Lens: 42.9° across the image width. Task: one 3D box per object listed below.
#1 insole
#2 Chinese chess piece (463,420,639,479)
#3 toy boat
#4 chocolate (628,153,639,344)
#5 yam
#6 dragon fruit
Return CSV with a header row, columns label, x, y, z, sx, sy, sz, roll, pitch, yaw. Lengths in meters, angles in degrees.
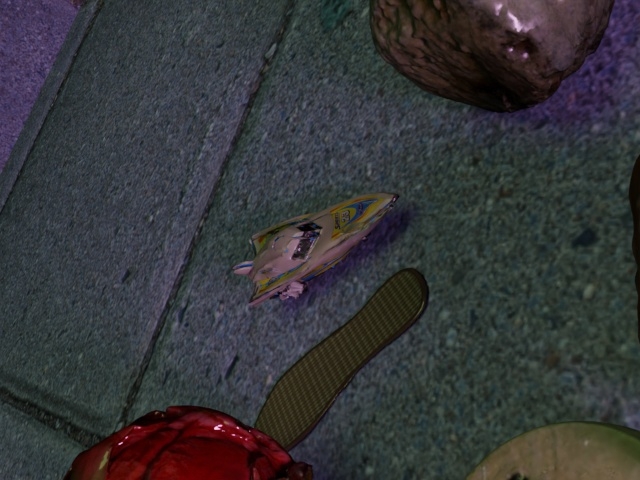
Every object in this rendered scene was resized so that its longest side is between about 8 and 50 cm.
label,x,y,z,sx,sy,sz,roll,pitch,yaw
insole,0.011,0.119,0.777,0.253,0.005,0.086,-47,36,19
Chinese chess piece,0.149,0.196,0.462,0.188,0.083,0.188,-31,41,31
toy boat,0.000,0.000,0.826,0.210,0.066,0.084,-30,45,36
chocolate,0.243,0.043,0.423,0.148,0.093,0.214,-3,56,17
yam,0.168,-0.264,0.686,0.195,0.195,0.300,8,73,54
dragon fruit,-0.112,0.246,0.614,0.234,0.234,0.293,-47,-3,19
